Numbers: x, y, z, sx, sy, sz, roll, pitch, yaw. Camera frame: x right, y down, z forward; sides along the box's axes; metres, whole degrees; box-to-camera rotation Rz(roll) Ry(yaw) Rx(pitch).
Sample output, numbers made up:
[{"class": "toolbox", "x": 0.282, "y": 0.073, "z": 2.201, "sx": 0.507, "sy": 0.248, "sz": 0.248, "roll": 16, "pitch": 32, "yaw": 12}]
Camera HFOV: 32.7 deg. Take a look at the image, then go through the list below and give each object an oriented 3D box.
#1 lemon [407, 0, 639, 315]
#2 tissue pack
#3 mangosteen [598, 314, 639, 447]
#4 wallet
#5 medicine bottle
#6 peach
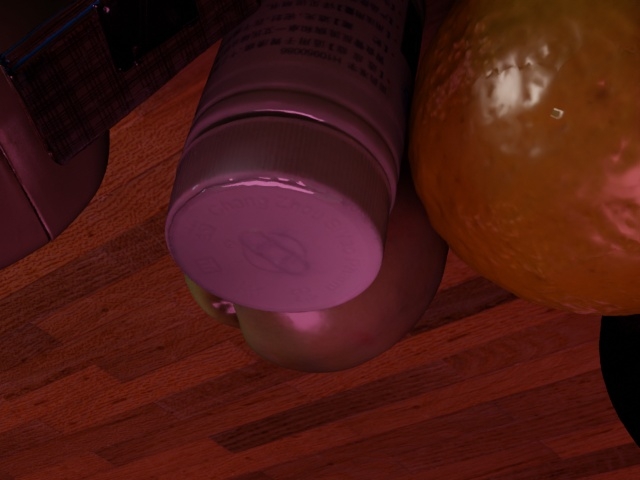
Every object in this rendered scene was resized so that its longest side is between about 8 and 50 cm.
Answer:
[{"class": "lemon", "x": 0.234, "y": -0.100, "z": 0.938, "sx": 0.364, "sy": 0.364, "sz": 0.364, "roll": 8, "pitch": 141, "yaw": 6}, {"class": "tissue pack", "x": -0.368, "y": -0.160, "z": 1.012, "sx": 0.387, "sy": 0.277, "sz": 0.267, "roll": 46, "pitch": 159, "yaw": 32}, {"class": "mangosteen", "x": 0.480, "y": 0.066, "z": 1.084, "sx": 0.382, "sy": 0.382, "sz": 0.435, "roll": 14, "pitch": 110, "yaw": -1}, {"class": "wallet", "x": -0.148, "y": -0.169, "z": 0.888, "sx": 0.042, "sy": 0.230, "sz": 0.124, "roll": 41, "pitch": 162, "yaw": 28}, {"class": "medicine bottle", "x": -0.015, "y": -0.111, "z": 0.994, "sx": 0.190, "sy": 0.332, "sz": 0.190, "roll": 8, "pitch": 141, "yaw": 6}, {"class": "peach", "x": 0.001, "y": 0.001, "z": 1.177, "sx": 0.292, "sy": 0.292, "sz": 0.247, "roll": -10, "pitch": 128, "yaw": 26}]
